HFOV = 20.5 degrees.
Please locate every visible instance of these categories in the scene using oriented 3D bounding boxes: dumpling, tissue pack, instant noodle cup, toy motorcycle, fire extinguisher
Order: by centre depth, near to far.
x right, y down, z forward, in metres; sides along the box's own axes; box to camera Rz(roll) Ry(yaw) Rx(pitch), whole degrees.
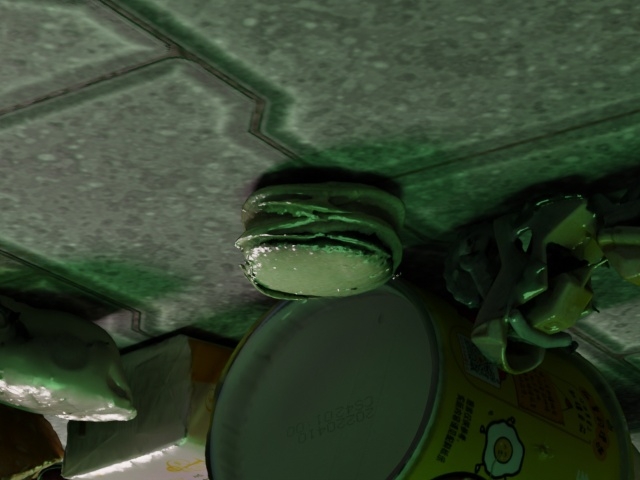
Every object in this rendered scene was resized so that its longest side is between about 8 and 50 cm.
[{"bbox_3d":[0.194,0.028,1.348,0.229,0.129,0.094,-18,149,35],"label":"toy motorcycle"},{"bbox_3d":[0.071,0.184,1.529,0.326,0.325,0.254,-17,143,34],"label":"instant noodle cup"},{"bbox_3d":[-0.256,0.111,1.582,0.176,0.092,0.150,13,153,-32],"label":"dumpling"},{"bbox_3d":[-0.108,0.186,1.735,0.185,0.124,0.225,-18,152,40],"label":"tissue pack"},{"bbox_3d":[-0.288,0.292,2.103,0.132,0.039,0.056,12,122,-27],"label":"fire extinguisher"}]

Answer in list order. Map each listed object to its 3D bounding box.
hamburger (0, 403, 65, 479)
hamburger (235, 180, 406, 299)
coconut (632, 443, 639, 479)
[{"bbox_3d":[-0.421,0.199,1.672,0.330,0.209,0.162,-30,169,-39],"label":"hamburger"},{"bbox_3d":[0.000,0.000,1.363,0.133,0.062,0.140,4,160,-9],"label":"hamburger"},{"bbox_3d":[0.230,0.320,1.874,0.297,0.309,0.297,-23,139,-22],"label":"coconut"}]
